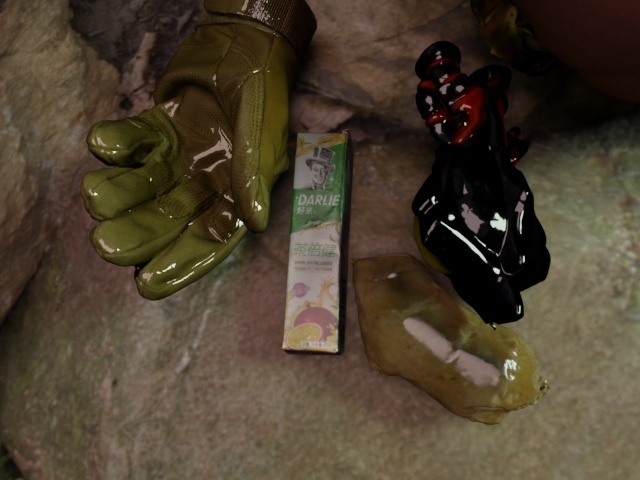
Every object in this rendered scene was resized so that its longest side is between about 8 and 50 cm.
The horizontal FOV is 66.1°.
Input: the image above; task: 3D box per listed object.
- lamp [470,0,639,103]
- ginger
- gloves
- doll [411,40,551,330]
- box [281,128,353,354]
[{"bbox_3d":[0.233,-0.235,0.365,0.305,0.240,0.305,15,63,-31],"label":"lamp"},{"bbox_3d":[0.093,0.076,0.401,0.190,0.069,0.095,35,52,18],"label":"ginger"},{"bbox_3d":[-0.098,-0.101,0.447,0.154,0.141,0.331,21,69,-11],"label":"gloves"},{"bbox_3d":[0.128,-0.049,0.404,0.127,0.088,0.248,-2,65,-1],"label":"doll"},{"bbox_3d":[0.000,0.000,0.452,0.050,0.041,0.207,1,77,11],"label":"box"}]
